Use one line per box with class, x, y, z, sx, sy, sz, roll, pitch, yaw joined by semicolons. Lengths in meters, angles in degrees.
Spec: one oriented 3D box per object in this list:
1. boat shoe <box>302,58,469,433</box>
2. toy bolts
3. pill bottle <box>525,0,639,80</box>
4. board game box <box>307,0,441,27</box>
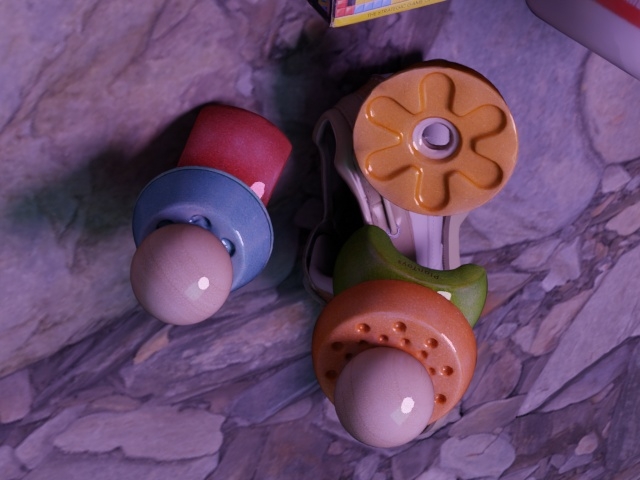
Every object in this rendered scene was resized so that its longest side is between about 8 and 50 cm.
boat shoe;0.039;0.017;1.183;0.103;0.113;0.302;-16;126;-24
toy bolts;0.000;0.000;1.011;0.229;0.158;0.218;18;121;1
pill bottle;0.297;-0.243;0.994;0.210;0.210;0.363;19;106;-47
board game box;0.047;-0.192;0.943;0.170;0.141;0.048;-18;138;-25
